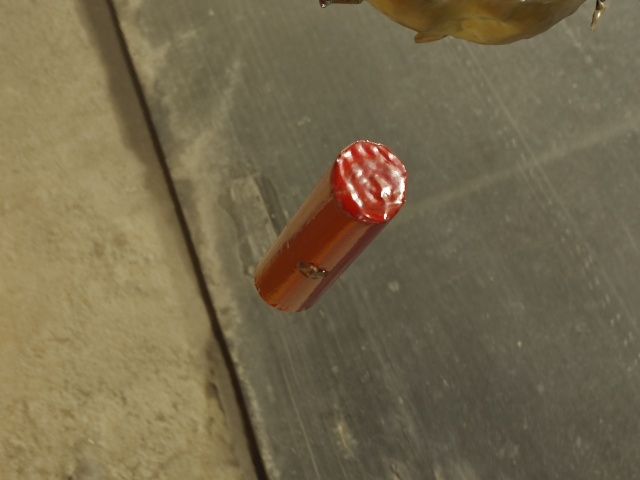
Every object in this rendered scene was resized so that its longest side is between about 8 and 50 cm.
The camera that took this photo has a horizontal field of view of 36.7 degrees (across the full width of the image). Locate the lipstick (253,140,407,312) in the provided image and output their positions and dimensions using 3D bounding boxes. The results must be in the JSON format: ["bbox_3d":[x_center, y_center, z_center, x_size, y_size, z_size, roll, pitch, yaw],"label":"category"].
[{"bbox_3d":[0.001,0.000,0.860,0.073,0.280,0.073,5,69,-14],"label":"lipstick"}]

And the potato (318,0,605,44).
[{"bbox_3d":[0.047,-0.208,0.295,0.140,0.300,0.173,15,30,38],"label":"potato"}]
